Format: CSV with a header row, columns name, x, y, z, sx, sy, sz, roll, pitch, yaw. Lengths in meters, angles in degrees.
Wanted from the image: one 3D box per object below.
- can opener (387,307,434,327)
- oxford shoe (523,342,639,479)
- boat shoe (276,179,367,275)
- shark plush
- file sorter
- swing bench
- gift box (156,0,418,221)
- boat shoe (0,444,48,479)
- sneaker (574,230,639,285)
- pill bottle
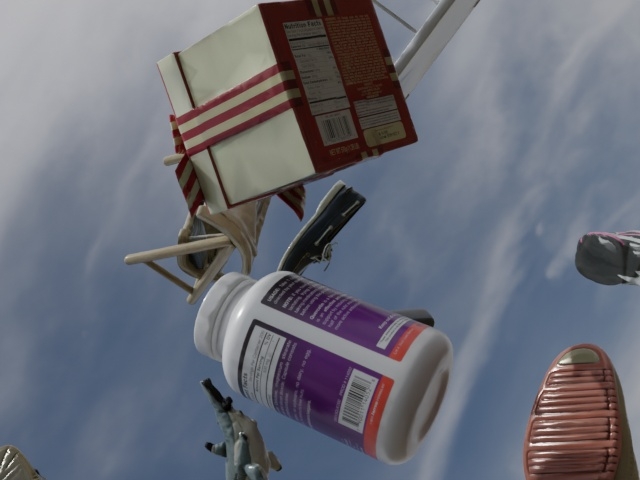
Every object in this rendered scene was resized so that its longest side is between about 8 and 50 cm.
name,x,y,z,sx,sy,sz,roll,pitch,yaw
can opener,0.088,0.168,1.389,0.283,0.095,0.076,0,-52,-40
oxford shoe,0.372,0.343,1.152,0.146,0.140,0.397,18,-109,-38
boat shoe,0.000,0.000,1.719,0.254,0.079,0.095,-55,-9,-9
shark plush,-0.106,0.242,0.999,0.067,0.073,0.161,-23,-76,11
file sorter,0.130,-0.383,1.451,0.278,0.173,0.193,-52,-8,15
swing bench,-0.180,-0.061,1.481,0.165,0.254,0.253,36,-131,-27
gift box,-0.055,-0.163,1.160,0.255,0.258,0.276,-15,-89,-44
boat shoe,-0.340,0.339,1.033,0.080,0.223,0.073,-44,-40,-12
sneaker,0.351,0.022,0.848,0.077,0.178,0.072,-15,-61,-34
pill bottle,0.000,0.153,1.119,0.181,0.323,0.181,-48,-31,-41
